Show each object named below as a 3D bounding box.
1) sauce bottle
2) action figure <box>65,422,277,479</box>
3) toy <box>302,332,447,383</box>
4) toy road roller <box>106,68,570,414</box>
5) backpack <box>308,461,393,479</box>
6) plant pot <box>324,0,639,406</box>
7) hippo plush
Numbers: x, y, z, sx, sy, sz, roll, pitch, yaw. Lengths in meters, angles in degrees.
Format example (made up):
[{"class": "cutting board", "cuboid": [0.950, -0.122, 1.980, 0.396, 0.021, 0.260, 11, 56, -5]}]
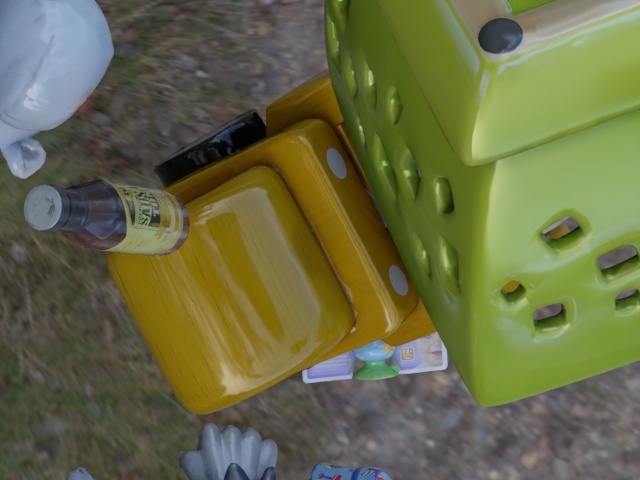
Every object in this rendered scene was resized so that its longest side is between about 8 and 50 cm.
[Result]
[{"class": "sauce bottle", "cuboid": [-0.122, -0.013, 1.059, 0.042, 0.128, 0.042, -1, 87, 25]}, {"class": "action figure", "cuboid": [-0.089, 0.160, 0.805, 0.164, 0.276, 0.141, -12, 59, 3]}, {"class": "toy", "cuboid": [0.045, 0.014, 1.672, 0.136, 0.056, 0.237, -5, 103, -5]}, {"class": "toy road roller", "cuboid": [0.000, 0.000, 1.321, 0.329, 0.240, 0.203, -24, 99, 31]}, {"class": "backpack", "cuboid": [0.049, 0.285, 1.676, 0.116, 0.158, 0.173, -13, 57, 16]}, {"class": "plant pot", "cuboid": [0.125, -0.095, 0.826, 0.228, 0.227, 0.207, -21, 144, -3]}, {"class": "hippo plush", "cuboid": [-0.292, -0.119, 1.374, 0.236, 0.294, 0.234, 24, 59, -33]}]
